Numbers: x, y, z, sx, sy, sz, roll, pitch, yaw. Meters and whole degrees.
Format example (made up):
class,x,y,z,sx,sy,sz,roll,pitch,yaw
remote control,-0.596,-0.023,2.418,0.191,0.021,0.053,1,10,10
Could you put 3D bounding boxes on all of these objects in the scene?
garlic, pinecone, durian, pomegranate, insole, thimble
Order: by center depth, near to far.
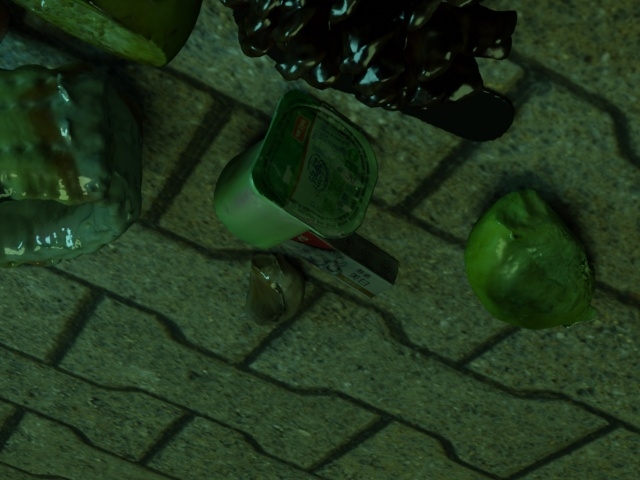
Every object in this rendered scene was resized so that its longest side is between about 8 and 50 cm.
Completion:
class,x,y,z,sx,sy,sz,roll,pitch,yaw
pinecone,0.045,-0.229,0.937,0.244,0.244,0.309,-22,146,39
pomegranate,-0.191,-0.262,1.030,0.190,0.159,0.241,23,171,2
insole,0.057,-0.181,1.160,0.322,0.007,0.109,22,145,-10
thimble,-0.332,-0.082,1.235,0.288,0.167,0.254,-20,157,35
durian,0.247,0.037,1.303,0.139,0.101,0.250,-4,140,23
garlic,-0.060,0.072,1.493,0.084,0.066,0.152,35,144,19

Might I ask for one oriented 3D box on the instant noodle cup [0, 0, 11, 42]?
class,x,y,z,sx,sy,sz,roll,pitch,yaw
instant noodle cup,-0.401,-0.251,1.140,0.127,0.127,0.136,-12,146,31

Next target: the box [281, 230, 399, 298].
class,x,y,z,sx,sy,sz,roll,pitch,yaw
box,0.000,0.000,1.389,0.218,0.039,0.055,33,141,-24

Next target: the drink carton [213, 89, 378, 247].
class,x,y,z,sx,sy,sz,roll,pitch,yaw
drink carton,-0.037,-0.063,1.247,0.144,0.146,0.142,32,148,-22
